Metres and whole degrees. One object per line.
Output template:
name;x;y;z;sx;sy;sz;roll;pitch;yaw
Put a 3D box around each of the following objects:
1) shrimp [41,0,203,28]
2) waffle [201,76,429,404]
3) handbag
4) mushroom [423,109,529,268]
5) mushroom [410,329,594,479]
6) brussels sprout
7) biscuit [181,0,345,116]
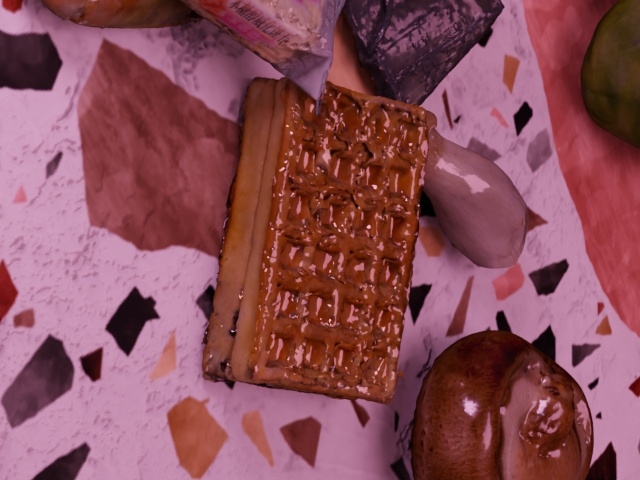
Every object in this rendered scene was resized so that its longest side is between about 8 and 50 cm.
shrimp;-0.165;-0.256;1.633;0.267;0.061;0.145;6;80;-45
waffle;0.001;0.000;1.791;0.213;0.091;0.308;13;82;-45
handbag;0.081;-0.271;1.874;0.175;0.089;0.270;-41;120;-28
mushroom;0.153;-0.050;1.951;0.097;0.088;0.212;-47;124;6
mushroom;0.194;0.218;1.956;0.253;0.153;0.253;0;89;-47
brussels sprout;0.435;-0.192;2.158;0.219;0.210;0.271;-55;144;-23
biscuit;-0.078;-0.266;1.637;0.309;0.079;0.186;34;51;-39
